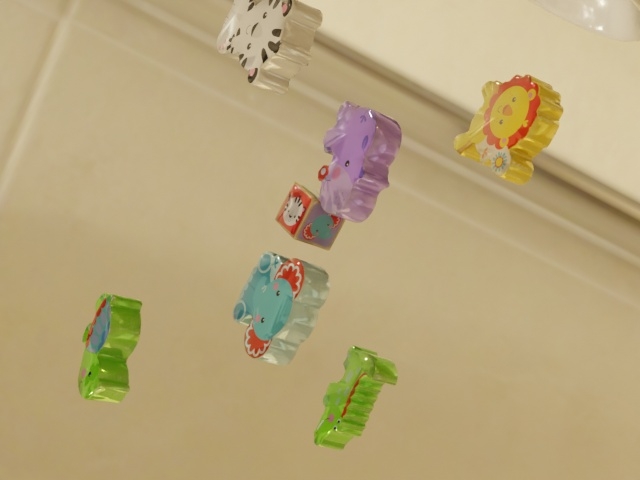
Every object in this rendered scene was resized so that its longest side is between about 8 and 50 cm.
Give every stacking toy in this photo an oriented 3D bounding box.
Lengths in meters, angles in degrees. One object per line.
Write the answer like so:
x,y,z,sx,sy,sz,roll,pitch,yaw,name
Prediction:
0.000,0.000,0.658,0.052,0.167,0.221,44,112,51,stacking toy

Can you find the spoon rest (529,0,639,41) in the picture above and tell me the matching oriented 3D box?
0.089,-0.204,0.871,0.084,0.276,0.137,-53,-6,-1,spoon rest
